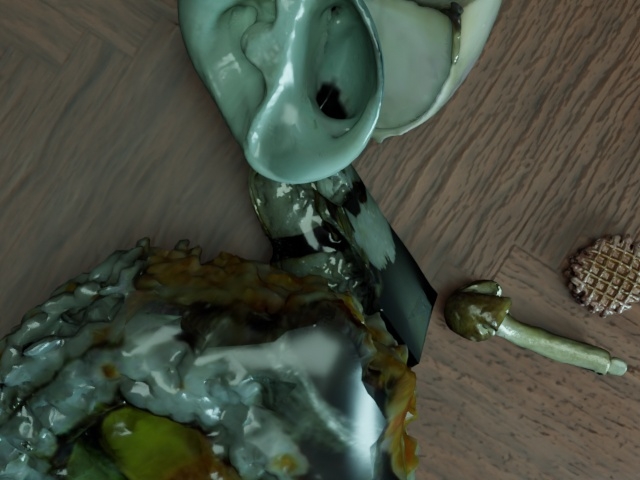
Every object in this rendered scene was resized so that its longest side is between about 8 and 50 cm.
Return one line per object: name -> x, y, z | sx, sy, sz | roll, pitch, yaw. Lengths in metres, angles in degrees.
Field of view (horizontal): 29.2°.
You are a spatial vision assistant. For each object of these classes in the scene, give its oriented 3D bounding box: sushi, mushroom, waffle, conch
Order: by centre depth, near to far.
conch -> -0.023, -0.161, 1.003 | 0.121, 0.185, 0.221 | -26, 102, -38
sushi -> -0.116, 0.193, 1.039 | 0.417, 0.176, 0.418 | 2, 111, 5
sushi -> -0.010, -0.002, 1.121 | 0.109, 0.134, 0.273 | -29, 102, 22
mushroom -> 0.068, -0.203, 1.123 | 0.236, 0.173, 0.162 | 24, 133, 29
mushroom -> 0.205, 0.086, 1.173 | 0.187, 0.060, 0.061 | 20, 83, -12
waffle -> 0.281, 0.034, 1.191 | 0.083, 0.029, 0.075 | -26, 95, -7
